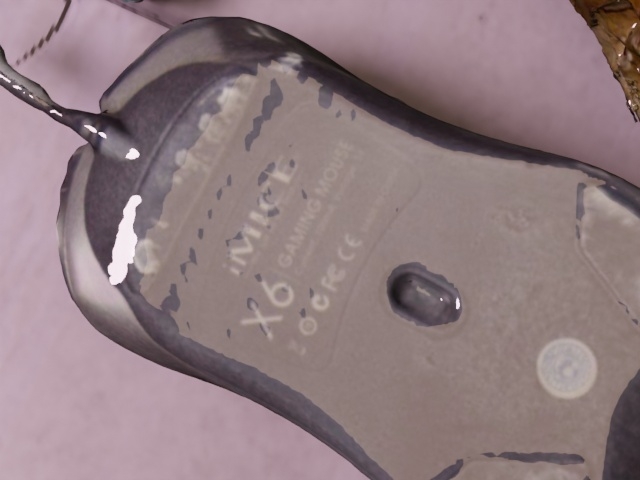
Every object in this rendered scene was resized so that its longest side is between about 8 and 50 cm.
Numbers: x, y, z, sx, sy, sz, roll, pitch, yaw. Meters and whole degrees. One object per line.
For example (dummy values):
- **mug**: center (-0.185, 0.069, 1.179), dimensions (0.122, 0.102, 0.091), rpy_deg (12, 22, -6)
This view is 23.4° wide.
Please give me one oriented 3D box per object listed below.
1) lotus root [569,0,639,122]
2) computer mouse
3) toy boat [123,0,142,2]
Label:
- **lotus root**: center (0.203, -0.234, 0.647), dimensions (0.179, 0.196, 0.398), rpy_deg (18, 90, 8)
- **computer mouse**: center (0.000, 0.000, 0.676), dimensions (0.379, 0.090, 0.167), rpy_deg (31, 86, 2)
- **toy boat**: center (-0.065, -0.173, 0.684), dimensions (0.059, 0.066, 0.140), rpy_deg (29, 84, 0)
